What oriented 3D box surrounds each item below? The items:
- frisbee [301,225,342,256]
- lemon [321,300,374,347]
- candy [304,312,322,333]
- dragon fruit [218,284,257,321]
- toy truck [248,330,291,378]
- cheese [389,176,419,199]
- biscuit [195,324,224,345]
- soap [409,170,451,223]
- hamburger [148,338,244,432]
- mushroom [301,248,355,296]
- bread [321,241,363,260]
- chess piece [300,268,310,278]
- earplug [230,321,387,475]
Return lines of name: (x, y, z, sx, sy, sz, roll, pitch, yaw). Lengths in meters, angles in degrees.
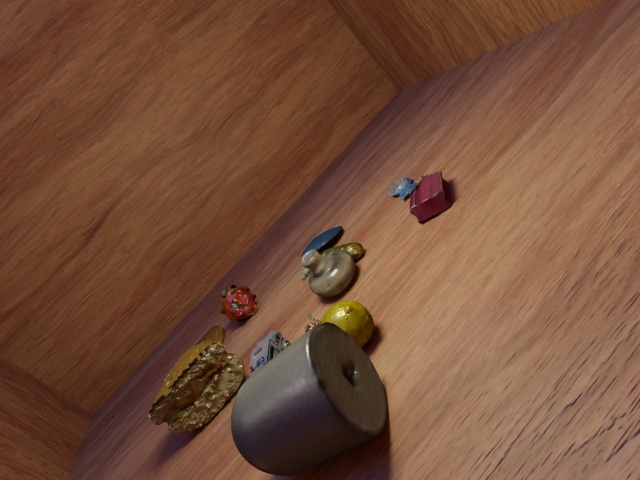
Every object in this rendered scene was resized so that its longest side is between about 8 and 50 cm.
frisbee: (-0.002, -0.005, 2.351, 0.289, 0.049, 0.289, -37, 7, 6)
lemon: (0.089, 0.295, 1.405, 0.206, 0.173, 0.173, -59, 8, 35)
candy: (-0.037, 0.351, 1.745, 0.287, 0.078, 0.084, -153, 88, -81)
dragon fruit: (-0.486, 0.370, 2.433, 0.227, 0.224, 0.224, -30, 23, 56)
toy truck: (-0.202, 0.475, 1.665, 0.124, 0.155, 0.268, -42, 18, 10)
cheese: (0.417, -0.271, 2.108, 0.135, 0.052, 0.245, -43, 18, 5)
biscuit: (-0.726, 0.681, 2.516, 0.365, 0.062, 0.385, -46, 18, 0)
soap: (0.469, -0.201, 1.766, 0.162, 0.099, 0.250, -34, 22, 32)
hamburger: (-0.546, 0.633, 1.889, 0.445, 0.268, 0.287, -49, 20, 0)
mushroom: (0.024, 0.124, 1.829, 0.243, 0.243, 0.243, -40, 19, 16)
bread: (0.105, 0.067, 1.994, 0.269, 0.098, 0.087, -20, 59, 53)
chess piece: (-0.061, 0.148, 2.248, 0.149, 0.059, 0.059, -56, 20, -9)
earplug: (-0.060, 0.457, 1.145, 0.394, 0.312, 0.312, -38, 19, 22)
